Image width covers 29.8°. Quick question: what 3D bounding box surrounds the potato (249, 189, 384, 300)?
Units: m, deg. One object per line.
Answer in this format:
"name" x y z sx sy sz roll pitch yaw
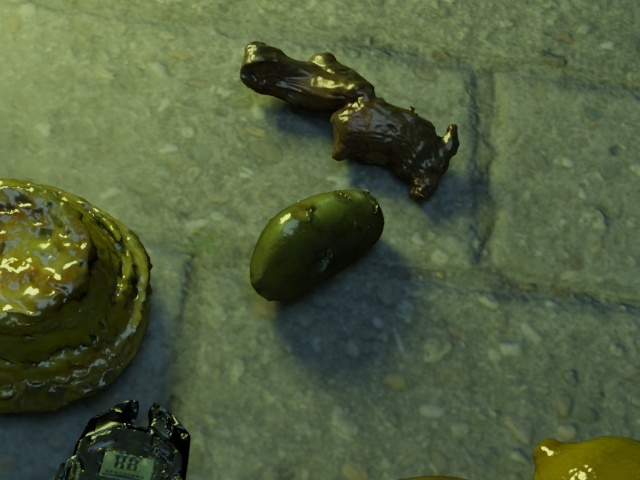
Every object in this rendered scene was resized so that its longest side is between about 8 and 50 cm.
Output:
"potato" 0.000 0.000 1.347 0.188 0.105 0.085 -25 47 -36

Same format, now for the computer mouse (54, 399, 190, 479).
"computer mouse" -0.197 0.263 1.161 0.146 0.077 0.241 13 54 -1

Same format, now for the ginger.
"ginger" 0.031 -0.156 1.470 0.290 0.084 0.122 33 81 7

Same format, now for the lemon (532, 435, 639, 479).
"lemon" 0.293 0.291 1.162 0.187 0.187 0.244 -37 75 -27

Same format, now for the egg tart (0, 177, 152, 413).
"egg tart" -0.318 0.037 1.256 0.294 0.123 0.294 4 57 -5

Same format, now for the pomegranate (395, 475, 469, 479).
"pomegranate" 0.101 0.329 1.093 0.233 0.233 0.233 4 58 -7
